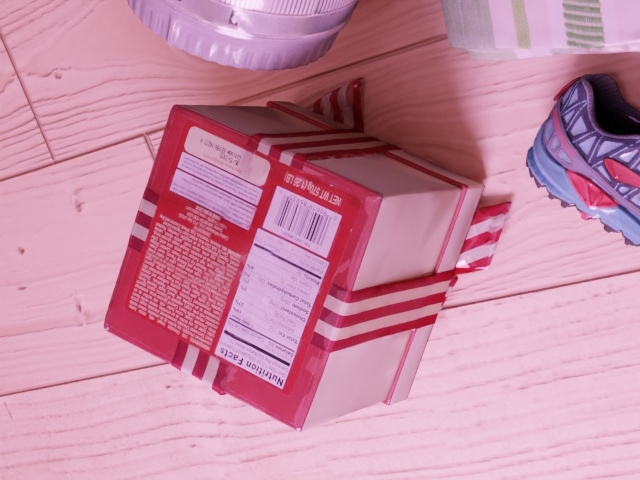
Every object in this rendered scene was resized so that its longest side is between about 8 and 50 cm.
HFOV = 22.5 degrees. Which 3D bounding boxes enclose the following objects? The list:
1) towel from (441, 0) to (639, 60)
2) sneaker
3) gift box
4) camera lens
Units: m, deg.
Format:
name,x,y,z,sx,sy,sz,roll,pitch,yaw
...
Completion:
name,x,y,z,sx,sy,sz,roll,pitch,yaw
towel,0.236,-0.268,1.309,0.325,0.038,0.248,4,113,34
sneaker,0.296,-0.050,1.325,0.262,0.104,0.125,30,123,19
gift box,0.000,0.000,1.456,0.255,0.258,0.276,30,105,22
camera lens,-0.043,-0.310,1.351,0.219,0.219,0.274,33,129,17
